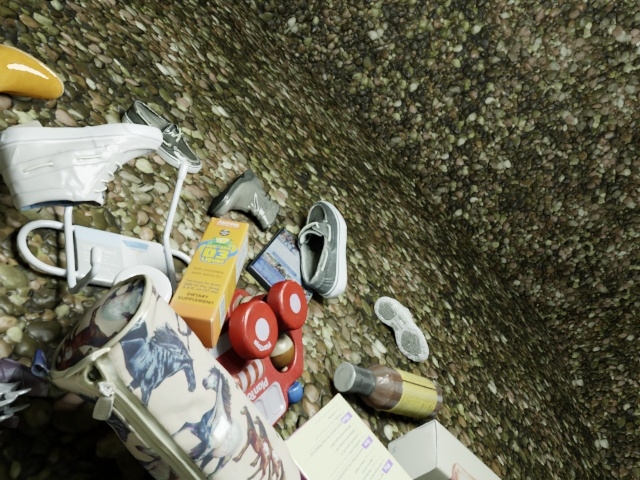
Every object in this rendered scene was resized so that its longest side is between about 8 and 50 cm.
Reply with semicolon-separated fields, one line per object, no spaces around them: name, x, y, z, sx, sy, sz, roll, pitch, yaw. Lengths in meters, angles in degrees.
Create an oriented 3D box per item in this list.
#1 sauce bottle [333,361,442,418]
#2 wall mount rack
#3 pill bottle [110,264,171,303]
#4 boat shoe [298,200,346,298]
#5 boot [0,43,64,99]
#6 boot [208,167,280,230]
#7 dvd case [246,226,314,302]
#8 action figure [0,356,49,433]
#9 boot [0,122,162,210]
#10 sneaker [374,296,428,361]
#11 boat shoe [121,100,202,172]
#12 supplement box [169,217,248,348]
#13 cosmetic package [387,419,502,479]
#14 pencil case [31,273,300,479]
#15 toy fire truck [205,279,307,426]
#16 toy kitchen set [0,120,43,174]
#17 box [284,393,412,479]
sauce bottle;0.172;0.371;1.195;0.344;0.111;0.111;29;34;-37
wall mount rack;-0.347;-0.031;0.883;0.350;0.130;0.304;19;41;-47
pill bottle;-0.292;0.113;0.748;0.086;0.152;0.086;17;45;-18
boat shoe;0.000;0.000;1.330;0.119;0.121;0.335;34;33;-37
boot;-0.609;-0.257;0.816;0.295;0.104;0.211;17;47;-40
boot;-0.183;-0.088;1.264;0.161;0.083;0.246;50;28;-13
dvd case;-0.084;0.078;1.267;0.180;0.022;0.253;46;28;-7
action figure;-0.418;0.208;0.447;0.099;0.185;0.285;34;20;8
boot;-0.364;-0.113;0.764;0.258;0.095;0.124;-16;90;-43
sneaker;0.271;0.269;1.500;0.232;0.090;0.115;58;24;12
boat shoe;-0.378;-0.252;1.173;0.219;0.070;0.078;37;30;-25
supplement box;-0.184;0.063;0.807;0.077;0.080;0.233;9;40;1
cosmetic package;0.305;0.576;1.100;0.296;0.153;0.129;43;27;-12
pencil case;-0.179;0.251;0.643;0.410;0.159;0.184;59;15;-22
toy fire truck;-0.121;0.225;0.911;0.302;0.169;0.254;-27;103;-62
toy kitchen set;-0.502;-0.062;0.742;0.166;0.122;0.207;53;47;3
box;0.032;0.440;0.850;0.243;0.117;0.213;46;25;15
